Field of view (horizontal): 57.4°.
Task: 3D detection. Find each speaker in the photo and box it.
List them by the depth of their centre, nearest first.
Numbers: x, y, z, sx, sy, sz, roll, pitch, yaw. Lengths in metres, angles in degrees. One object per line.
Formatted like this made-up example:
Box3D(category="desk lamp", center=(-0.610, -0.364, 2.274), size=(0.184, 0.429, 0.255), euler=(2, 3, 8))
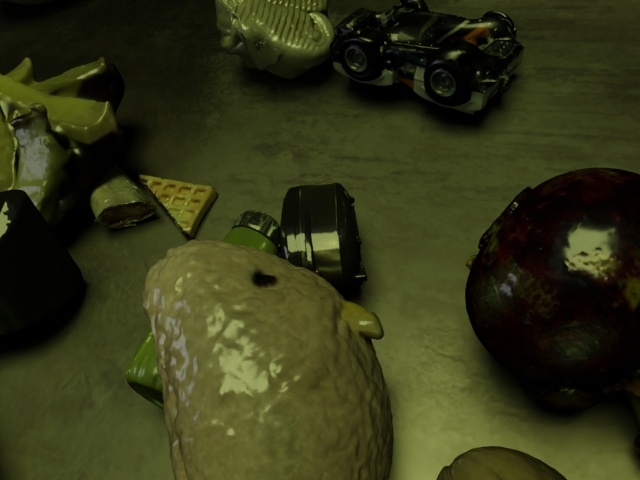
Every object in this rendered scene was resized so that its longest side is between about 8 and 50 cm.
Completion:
Box3D(category="speaker", center=(-0.534, 0.090, 0.750), size=(0.388, 0.180, 0.184), euler=(-14, 39, 5))

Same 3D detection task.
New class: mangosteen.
Box3D(category="mangosteen", center=(0.277, 0.072, 0.570), size=(0.231, 0.231, 0.289), euler=(-34, 83, -12))

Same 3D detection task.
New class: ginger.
Box3D(category="ginger", center=(-0.509, -0.158, 0.878), size=(0.413, 0.211, 0.358), euler=(-30, 55, 3))

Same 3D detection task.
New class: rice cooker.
Box3D(category="rice cooker", center=(0.000, 0.000, 0.742), size=(0.106, 0.112, 0.165), euler=(-11, 52, -2))

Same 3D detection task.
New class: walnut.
Box3D(category="walnut", center=(0.164, 0.255, 0.490), size=(0.140, 0.140, 0.162), euler=(-34, 67, -13))

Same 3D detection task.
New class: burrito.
Box3D(category="burrito", center=(-0.347, -0.091, 0.933), size=(0.087, 0.060, 0.226), euler=(-33, 53, -17))

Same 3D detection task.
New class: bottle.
Box3D(category="bottle", center=(-0.123, 0.078, 0.712), size=(0.112, 0.112, 0.260), euler=(12, 57, 23))

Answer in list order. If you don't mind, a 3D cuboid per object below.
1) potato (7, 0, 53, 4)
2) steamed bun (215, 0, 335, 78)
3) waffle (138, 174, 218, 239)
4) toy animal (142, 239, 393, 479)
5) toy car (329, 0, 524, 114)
Box3D(category="potato", center=(-0.695, -0.677, 1.374), size=(0.326, 0.221, 0.243), euler=(-11, 61, -7))
Box3D(category="steamed bun", center=(-0.089, -0.370, 1.036), size=(0.218, 0.144, 0.211), euler=(10, 59, -15))
Box3D(category="waffle", center=(-0.243, -0.056, 0.903), size=(0.153, 0.023, 0.097), euler=(12, 56, 21))
Box3D(category="toy animal", center=(-0.032, 0.159, 0.562), size=(0.226, 0.188, 0.358), euler=(-2, 69, -35))
Box3D(category="toy car", center=(0.162, -0.301, 0.931), size=(0.301, 0.118, 0.193), euler=(21, 52, 28))
